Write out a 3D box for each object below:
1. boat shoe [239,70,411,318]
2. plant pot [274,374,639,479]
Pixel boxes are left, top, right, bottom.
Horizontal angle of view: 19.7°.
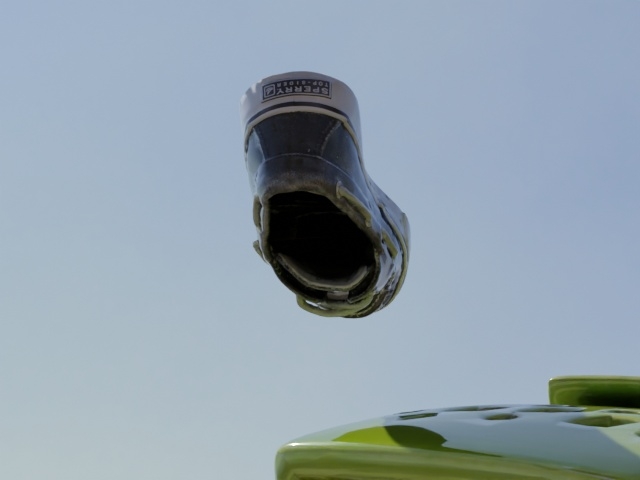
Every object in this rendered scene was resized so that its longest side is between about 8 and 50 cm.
[{"bbox_3d":[0.000,0.000,0.934,0.077,0.070,0.219,-7,-27,10],"label":"boat shoe"},{"bbox_3d":[0.141,0.174,0.819,0.207,0.227,0.228,-16,9,-39],"label":"plant pot"}]
